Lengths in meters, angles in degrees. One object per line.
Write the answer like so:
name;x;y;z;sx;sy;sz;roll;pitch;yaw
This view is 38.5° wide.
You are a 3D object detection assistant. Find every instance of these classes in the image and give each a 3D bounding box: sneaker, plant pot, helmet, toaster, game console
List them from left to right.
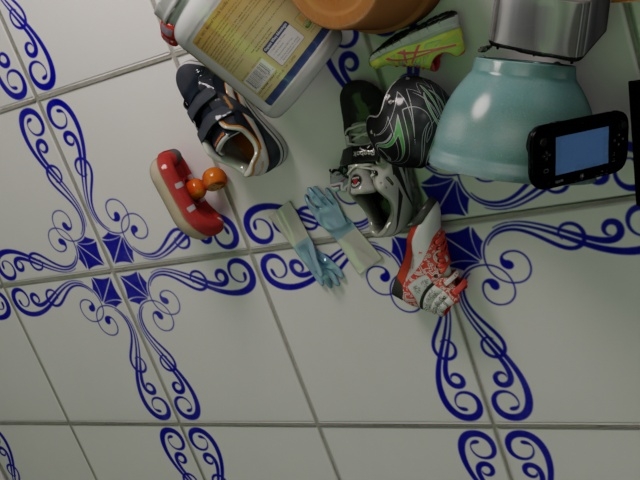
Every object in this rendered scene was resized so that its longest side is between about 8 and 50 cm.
sneaker;-0.220;-0.271;2.023;0.321;0.127;0.126;44;131;7
sneaker;0.058;-0.138;1.969;0.098;0.038;0.069;4;117;31
plant pot;0.068;-0.501;1.658;0.291;0.203;0.290;15;123;25
sneaker;0.106;-0.160;1.860;0.122;0.146;0.330;-10;107;38
helmet;0.182;-0.226;1.755;0.169;0.169;0.161;52;151;-2
sneaker;0.184;-0.356;1.744;0.209;0.081;0.094;-14;114;40
sneaker;0.249;0.041;1.912;0.145;0.090;0.270;27;130;17
plant pot;0.345;-0.218;1.598;0.293;0.293;0.196;12;106;27
toaster;0.380;-0.378;1.535;0.168;0.186;0.110;17;127;25
game console;0.488;-0.148;1.504;0.044;0.361;0.213;15;116;64

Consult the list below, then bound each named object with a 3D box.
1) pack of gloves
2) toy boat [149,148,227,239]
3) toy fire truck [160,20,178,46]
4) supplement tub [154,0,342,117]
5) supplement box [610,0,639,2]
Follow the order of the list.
pack of gloves;0.000;0.000;2.079;0.195;0.046;0.232;-35;93;41
toy boat;-0.288;-0.121;2.159;0.151;0.151;0.231;-25;101;10
toy fire truck;-0.262;-0.508;1.911;0.047;0.192;0.135;36;157;13
supplement tub;-0.140;-0.415;1.784;0.316;0.228;0.228;38;131;-10
supplement box;0.500;-0.504;1.458;0.080;0.078;0.233;6;118;27
